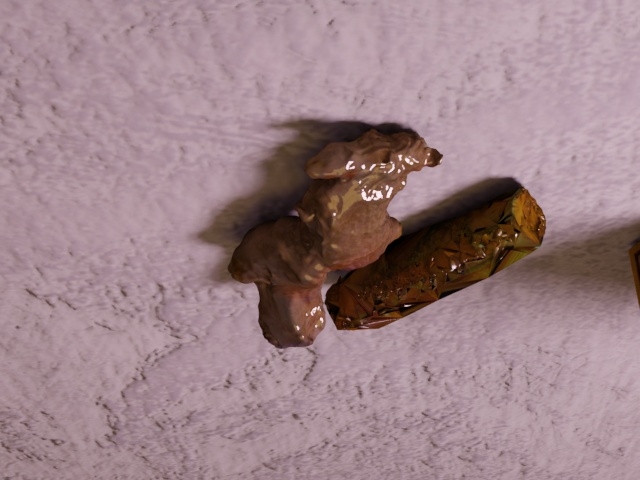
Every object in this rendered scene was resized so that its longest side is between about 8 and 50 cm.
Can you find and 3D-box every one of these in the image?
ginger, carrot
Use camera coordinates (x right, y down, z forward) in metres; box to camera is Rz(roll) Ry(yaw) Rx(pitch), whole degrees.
[{"bbox_3d":[0.001,-0.002,1.376,0.122,0.084,0.290,-11,154,-28],"label":"ginger"},{"bbox_3d":[0.099,0.020,1.437,0.228,0.069,0.069,-28,146,36],"label":"carrot"}]

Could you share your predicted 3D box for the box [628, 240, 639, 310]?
[{"bbox_3d":[0.389,0.137,1.453,0.193,0.301,0.084,10,150,-28],"label":"box"}]
